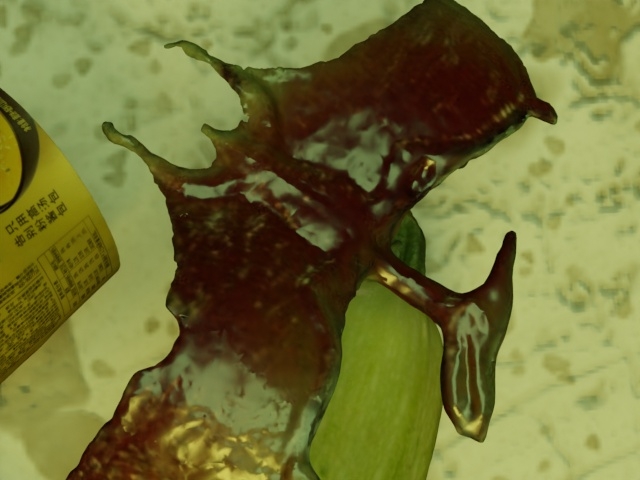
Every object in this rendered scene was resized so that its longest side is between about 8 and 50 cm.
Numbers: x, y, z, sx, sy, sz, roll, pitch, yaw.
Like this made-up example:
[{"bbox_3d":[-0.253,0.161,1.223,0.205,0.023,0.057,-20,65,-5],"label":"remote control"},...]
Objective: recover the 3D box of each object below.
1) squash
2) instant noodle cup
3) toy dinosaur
[{"bbox_3d":[0.003,0.105,0.685,0.137,0.137,0.287,27,80,-5],"label":"squash"},{"bbox_3d":[-0.175,0.002,0.664,0.122,0.151,0.151,-40,91,-19],"label":"instant noodle cup"},{"bbox_3d":[-0.004,-0.009,0.666,0.207,0.113,0.327,13,66,-11],"label":"toy dinosaur"}]
